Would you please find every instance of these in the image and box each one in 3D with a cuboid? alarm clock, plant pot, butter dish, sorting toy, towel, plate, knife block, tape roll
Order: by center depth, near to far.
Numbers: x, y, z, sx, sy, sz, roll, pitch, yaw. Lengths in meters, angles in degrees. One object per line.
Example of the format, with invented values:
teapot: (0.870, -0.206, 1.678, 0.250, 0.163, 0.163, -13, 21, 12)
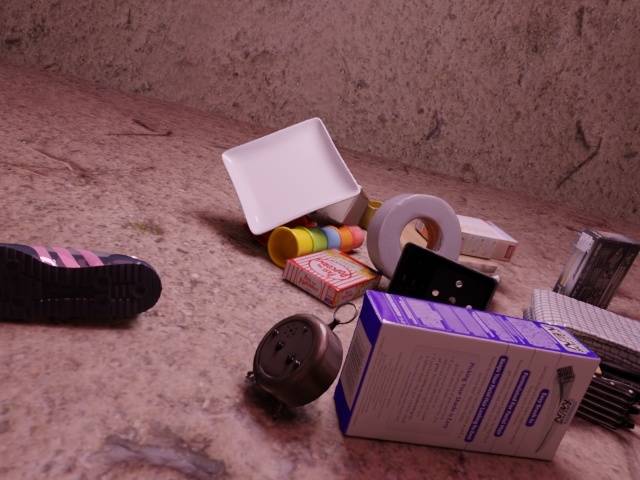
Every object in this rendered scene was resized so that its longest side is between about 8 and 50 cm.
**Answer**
alarm clock: (-0.022, 0.155, 0.758, 0.064, 0.192, 0.129, 55, -9, -35)
knife block: (0.470, 0.246, 1.009, 0.242, 0.088, 0.275, 6, 21, -29)
plant pot: (0.246, 0.123, 1.053, 0.187, 0.188, 0.167, 25, 10, 26)
towel: (0.586, 0.224, 1.122, 0.283, 0.121, 0.235, 19, 18, 14)
tape roll: (0.222, -0.001, 1.236, 0.219, 0.219, 0.072, 9, 4, -19)
plate: (-0.078, -0.159, 1.302, 0.278, 0.045, 0.277, -22, 60, -7)
butter dish: (-0.114, -0.076, 1.350, 0.160, 0.118, 0.160, -23, 32, -21)
sorting toy: (0.303, 0.039, 1.452, 0.255, 0.089, 0.257, 8, 21, -21)
plant pot: (0.166, -0.077, 1.677, 0.081, 0.083, 0.081, 5, 22, -31)

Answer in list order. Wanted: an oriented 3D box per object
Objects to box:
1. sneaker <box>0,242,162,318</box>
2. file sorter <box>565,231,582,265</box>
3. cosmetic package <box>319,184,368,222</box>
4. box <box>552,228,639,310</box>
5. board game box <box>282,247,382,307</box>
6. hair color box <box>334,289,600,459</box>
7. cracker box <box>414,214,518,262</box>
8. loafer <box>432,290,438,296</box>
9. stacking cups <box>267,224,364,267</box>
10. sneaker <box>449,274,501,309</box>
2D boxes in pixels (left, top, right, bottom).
sneaker: (-0.422, 0.062, 0.831, 0.319, 0.112, 0.131, 11, 3, -23)
file sorter: (0.877, 0.070, 1.702, 0.104, 0.170, 0.118, 8, 20, -9)
cosmetic package: (0.039, -0.122, 1.493, 0.160, 0.113, 0.309, 30, 4, 8)
box: (0.761, 0.090, 1.454, 0.183, 0.231, 0.056, 6, 25, -25)
board game box: (0.030, 0.079, 1.188, 0.146, 0.045, 0.193, 28, 23, 28)
hair color box: (0.209, 0.202, 0.775, 0.338, 0.185, 0.110, 12, 18, -11)
cracker box: (0.397, -0.016, 1.439, 0.232, 0.067, 0.156, 9, 21, -16)
loafer: (0.269, 0.139, 1.238, 0.045, 0.039, 0.125, 49, 7, -26)
stacking cups: (0.000, 0.000, 1.327, 0.096, 0.096, 0.316, 26, 20, 28)
sneaker: (0.360, 0.102, 1.292, 0.132, 0.086, 0.228, 36, 25, 17)
